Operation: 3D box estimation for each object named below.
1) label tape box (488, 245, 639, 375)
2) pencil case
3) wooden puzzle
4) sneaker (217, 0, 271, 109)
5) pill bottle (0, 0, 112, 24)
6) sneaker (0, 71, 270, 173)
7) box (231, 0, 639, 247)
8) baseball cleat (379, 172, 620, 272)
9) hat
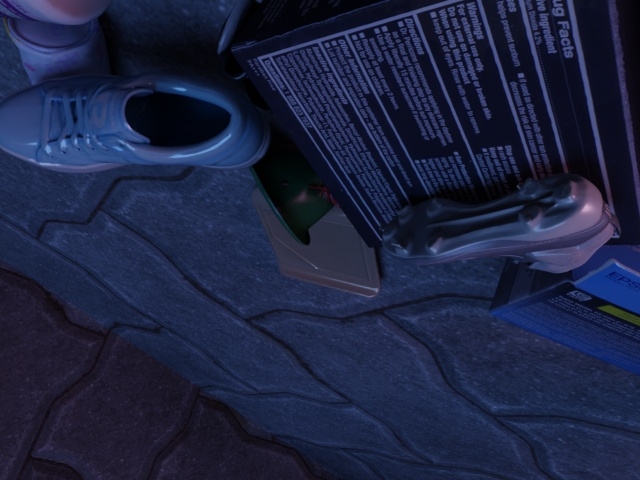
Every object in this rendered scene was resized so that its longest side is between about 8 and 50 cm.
[{"bbox_3d":[0.383,0.069,0.636,0.249,0.115,0.348,22,165,6],"label":"label tape box"},{"bbox_3d":[-0.383,-0.234,0.812,0.124,0.114,0.273,4,152,-10],"label":"pencil case"},{"bbox_3d":[0.000,0.000,0.974,0.220,0.044,0.239,13,143,21],"label":"wooden puzzle"},{"bbox_3d":[-0.079,-0.210,0.614,0.086,0.132,0.229,23,149,3],"label":"sneaker"},{"bbox_3d":[-0.394,-0.345,0.600,0.301,0.169,0.169,13,147,18],"label":"pill bottle"},{"bbox_3d":[-0.250,-0.158,0.659,0.365,0.135,0.150,-1,177,2],"label":"sneaker"},{"bbox_3d":[0.137,-0.146,0.505,0.294,0.183,0.296,0,143,36],"label":"box"},{"bbox_3d":[0.154,0.002,0.481,0.109,0.072,0.205,35,153,-32],"label":"baseball cleat"},{"bbox_3d":[0.019,-0.102,0.793,0.183,0.173,0.208,-27,129,11],"label":"hat"}]
